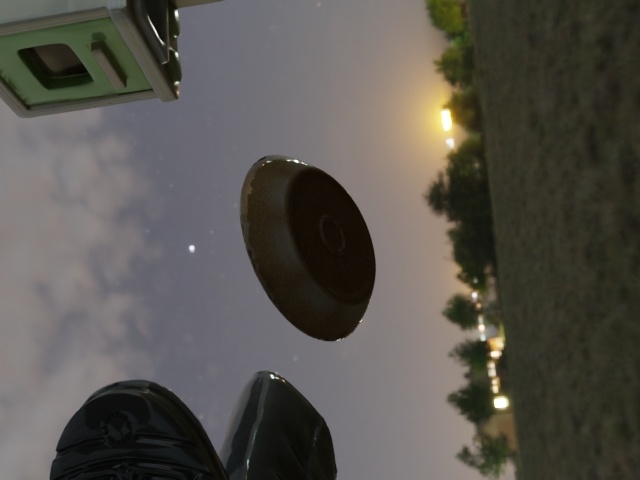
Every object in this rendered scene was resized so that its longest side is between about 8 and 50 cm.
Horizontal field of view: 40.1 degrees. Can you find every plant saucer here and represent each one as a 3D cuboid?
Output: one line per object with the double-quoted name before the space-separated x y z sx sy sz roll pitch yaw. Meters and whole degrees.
"plant saucer" 0.000 0.000 0.365 0.083 0.015 0.083 33 -135 -41

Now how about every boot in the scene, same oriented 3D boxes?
"boot" -0.039 0.113 0.420 0.208 0.076 0.189 -56 -42 -67

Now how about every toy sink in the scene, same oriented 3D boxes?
"toy sink" -0.207 -0.215 0.830 0.153 0.234 0.131 70 -167 -67
